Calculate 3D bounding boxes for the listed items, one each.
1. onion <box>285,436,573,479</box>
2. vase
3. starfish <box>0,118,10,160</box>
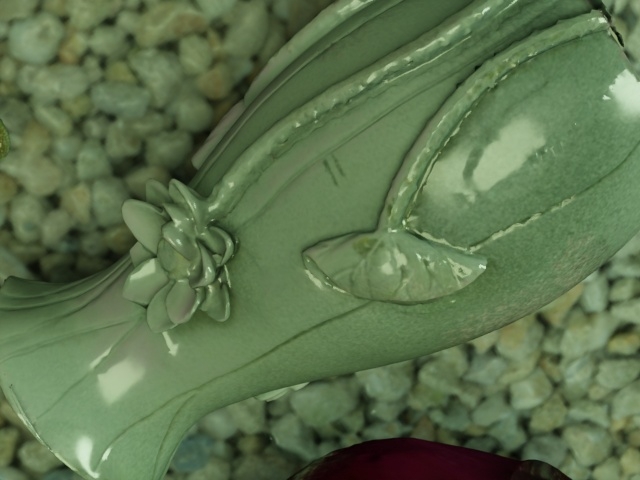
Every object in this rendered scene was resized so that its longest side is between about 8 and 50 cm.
[{"bbox_3d":[0.023,0.349,0.918,0.420,0.398,0.398,-16,116,44],"label":"onion"},{"bbox_3d":[0.000,0.000,0.822,0.445,0.250,0.250,-33,109,7],"label":"vase"},{"bbox_3d":[-0.300,-0.115,0.807,0.223,0.050,0.217,-39,100,25],"label":"starfish"}]
